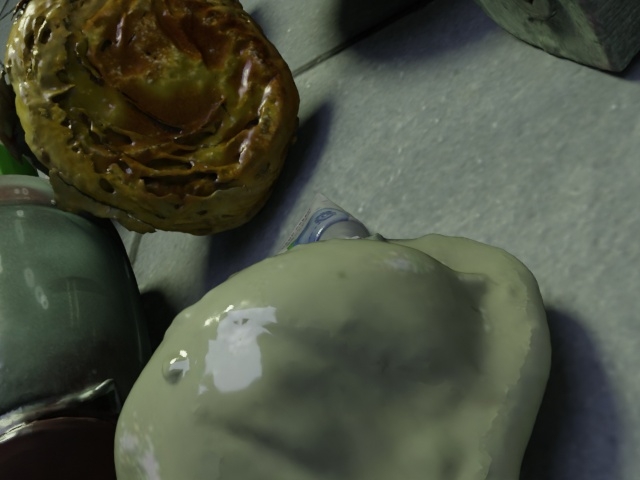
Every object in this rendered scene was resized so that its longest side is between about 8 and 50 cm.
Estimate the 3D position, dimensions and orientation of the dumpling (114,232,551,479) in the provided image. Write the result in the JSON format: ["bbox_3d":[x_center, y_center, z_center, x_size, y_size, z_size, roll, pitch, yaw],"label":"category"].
[{"bbox_3d":[0.003,0.121,0.426,0.318,0.187,0.243,-42,34,5],"label":"dumpling"}]

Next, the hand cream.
[{"bbox_3d":[0.000,0.000,0.655,0.084,0.053,0.142,-54,27,-6],"label":"hand cream"}]

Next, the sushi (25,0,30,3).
[{"bbox_3d":[-0.351,-0.485,1.317,0.350,0.171,0.211,-36,37,16],"label":"sushi"}]

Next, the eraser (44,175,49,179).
[{"bbox_3d":[-0.383,-0.071,1.112,0.065,0.026,0.105,-26,43,24],"label":"eraser"}]

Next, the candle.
[{"bbox_3d":[0.181,-0.203,0.574,0.168,0.192,0.068,42,92,9],"label":"candle"}]

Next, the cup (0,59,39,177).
[{"bbox_3d":[-0.431,-0.056,0.865,0.253,0.253,0.274,-39,67,13],"label":"cup"}]

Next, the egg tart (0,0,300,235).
[{"bbox_3d":[-0.169,-0.134,0.751,0.132,0.297,0.297,-11,48,63],"label":"egg tart"}]

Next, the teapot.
[{"bbox_3d":[-0.285,0.146,0.676,0.315,0.233,0.312,-50,42,14],"label":"teapot"}]
